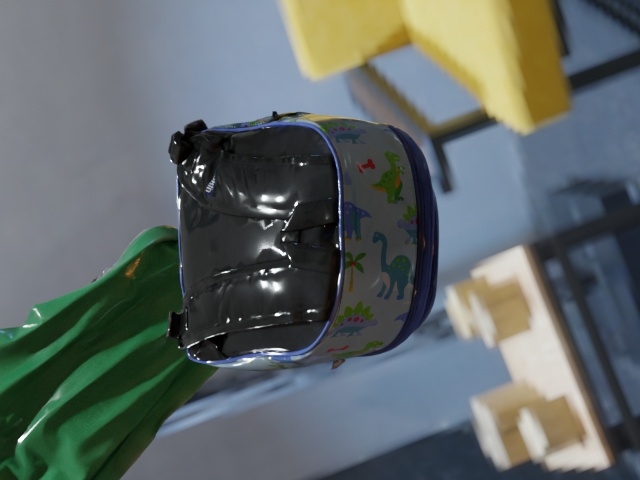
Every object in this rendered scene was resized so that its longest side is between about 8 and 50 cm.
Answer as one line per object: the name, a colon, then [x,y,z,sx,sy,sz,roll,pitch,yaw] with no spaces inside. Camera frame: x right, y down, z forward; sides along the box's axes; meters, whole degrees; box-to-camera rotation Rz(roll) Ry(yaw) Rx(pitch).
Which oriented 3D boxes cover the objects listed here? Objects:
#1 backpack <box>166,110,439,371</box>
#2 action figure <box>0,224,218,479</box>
backpack: [0.000,0.000,0.779,0.114,0.084,0.105,-6,83,56]
action figure: [-0.114,0.067,1.050,0.137,0.232,0.063,48,-166,2]
